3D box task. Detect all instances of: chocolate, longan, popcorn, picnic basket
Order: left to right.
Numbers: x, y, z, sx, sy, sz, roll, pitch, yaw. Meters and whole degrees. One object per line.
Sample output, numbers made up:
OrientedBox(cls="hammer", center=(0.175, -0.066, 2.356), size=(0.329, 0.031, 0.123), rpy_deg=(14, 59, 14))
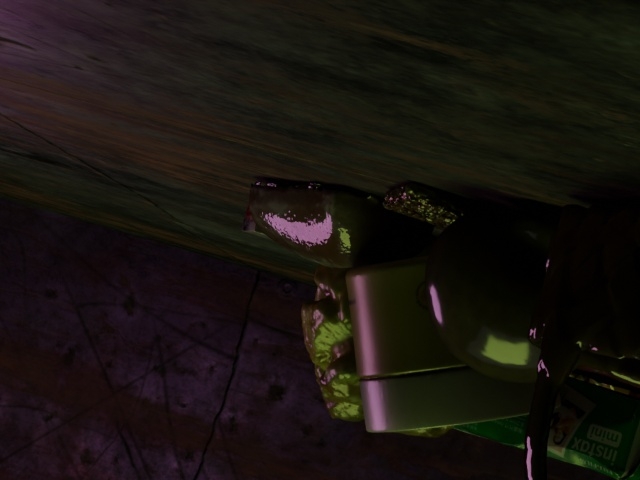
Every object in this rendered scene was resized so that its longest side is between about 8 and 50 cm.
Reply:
OrientedBox(cls="chocolate", center=(0.015, -0.009, 2.081), size=(0.161, 0.083, 0.261), rpy_deg=(17, 175, -27))
OrientedBox(cls="popcorn", center=(0.118, 0.117, 2.282), size=(0.282, 0.247, 0.282), rpy_deg=(10, 165, 3))
OrientedBox(cls="longan", center=(0.192, 0.043, 1.702), size=(0.185, 0.159, 0.204), rpy_deg=(29, 137, -6))
OrientedBox(cls="picnic basket", center=(0.305, 0.142, 1.452), size=(0.293, 0.337, 0.337), rpy_deg=(18, 175, -15))

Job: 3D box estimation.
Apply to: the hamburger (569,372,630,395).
OrientedBox(cls="hamburger", center=(0.429, 0.194, 2.472), size=(0.283, 0.144, 0.156), rpy_deg=(21, -145, -33))

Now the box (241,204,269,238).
OrientedBox(cls="box", center=(0.000, 0.000, 2.489), size=(0.218, 0.039, 0.055), rpy_deg=(18, 174, -21))

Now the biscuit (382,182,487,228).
OrientedBox(cls="biscuit", center=(0.183, -0.010, 1.832), size=(0.237, 0.026, 0.131), rpy_deg=(18, 177, -9))

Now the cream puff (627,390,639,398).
OrientedBox(cls="cream puff", center=(0.487, 0.281, 2.276), size=(0.229, 0.350, 0.350), rpy_deg=(-8, 171, 8))

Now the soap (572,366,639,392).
OrientedBox(cls="soap", center=(0.373, 0.114, 2.033), size=(0.220, 0.127, 0.325), rpy_deg=(18, 177, 8))

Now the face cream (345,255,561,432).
OrientedBox(cls="face cream", center=(0.144, 0.107, 1.979), size=(0.218, 0.179, 0.218), rpy_deg=(-8, 177, 0))

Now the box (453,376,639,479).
OrientedBox(cls="box", center=(0.295, 0.212, 2.118), size=(0.250, 0.103, 0.180), rpy_deg=(17, 179, 33))
